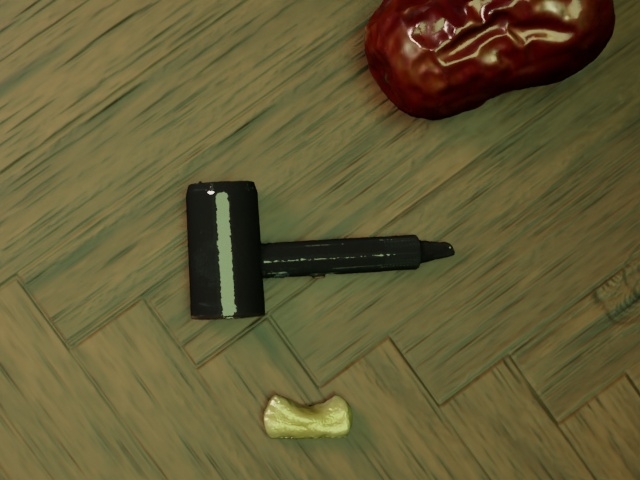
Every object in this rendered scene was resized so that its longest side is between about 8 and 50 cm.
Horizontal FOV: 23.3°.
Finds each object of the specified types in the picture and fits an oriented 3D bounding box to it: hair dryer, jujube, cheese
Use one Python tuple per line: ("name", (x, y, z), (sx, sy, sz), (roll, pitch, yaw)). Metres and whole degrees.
("hair dryer", (0.000, 0.000, 1.442), (0.255, 0.070, 0.128), (-5, 90, -15))
("jujube", (0.155, -0.199, 1.412), (0.230, 0.155, 0.155), (-27, 93, -5))
("cheese", (-0.012, 0.164, 1.448), (0.083, 0.030, 0.044), (-1, 96, -2))
